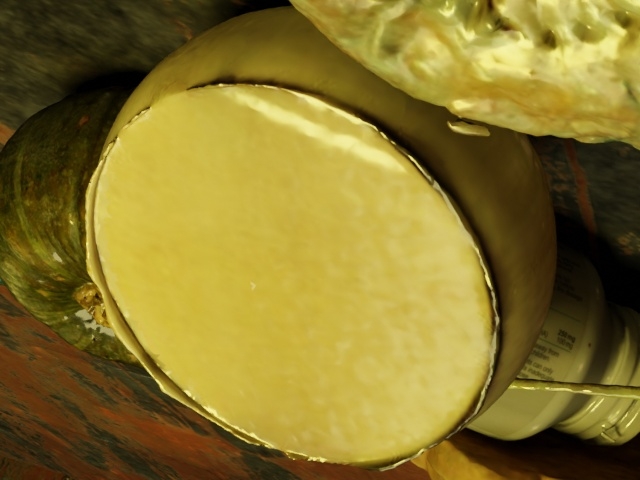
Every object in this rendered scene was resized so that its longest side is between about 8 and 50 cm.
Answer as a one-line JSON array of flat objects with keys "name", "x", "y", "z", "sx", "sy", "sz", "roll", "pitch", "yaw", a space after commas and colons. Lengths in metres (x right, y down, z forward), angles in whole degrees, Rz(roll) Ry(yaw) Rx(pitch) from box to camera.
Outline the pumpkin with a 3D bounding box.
[{"name": "pumpkin", "x": -0.112, "y": -0.009, "z": 1.163, "sx": 0.223, "sy": 0.157, "sz": 0.224, "roll": 13, "pitch": 144, "yaw": 10}]

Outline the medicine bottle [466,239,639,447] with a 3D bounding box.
[{"name": "medicine bottle", "x": 0.113, "y": 0.055, "z": 1.138, "sx": 0.215, "sy": 0.135, "sz": 0.135, "roll": 24, "pitch": 163, "yaw": -22}]

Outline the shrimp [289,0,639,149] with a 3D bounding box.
[{"name": "shrimp", "x": 0.050, "y": -0.138, "z": 0.705, "sx": 0.360, "sy": 0.085, "sz": 0.247, "roll": 28, "pitch": 156, "yaw": -11}]

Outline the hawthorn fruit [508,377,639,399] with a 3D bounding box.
[{"name": "hawthorn fruit", "x": 0.233, "y": 0.085, "z": 1.020, "sx": 0.285, "sy": 0.165, "sz": 0.165, "roll": 6, "pitch": 162, "yaw": 2}]

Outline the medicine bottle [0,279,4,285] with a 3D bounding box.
[{"name": "medicine bottle", "x": -0.292, "y": -0.012, "z": 1.466, "sx": 0.228, "sy": 0.083, "sz": 0.121, "roll": 11, "pitch": 163, "yaw": 30}]

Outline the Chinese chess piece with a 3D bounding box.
[{"name": "Chinese chess piece", "x": 0.000, "y": 0.000, "z": 0.960, "sx": 0.257, "sy": 0.104, "sz": 0.257, "roll": 13, "pitch": 126, "yaw": 18}]

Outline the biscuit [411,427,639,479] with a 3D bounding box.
[{"name": "biscuit", "x": 0.173, "y": 0.145, "z": 1.241, "sx": 0.269, "sy": 0.051, "sz": 0.376, "roll": 5, "pitch": -167, "yaw": -24}]
